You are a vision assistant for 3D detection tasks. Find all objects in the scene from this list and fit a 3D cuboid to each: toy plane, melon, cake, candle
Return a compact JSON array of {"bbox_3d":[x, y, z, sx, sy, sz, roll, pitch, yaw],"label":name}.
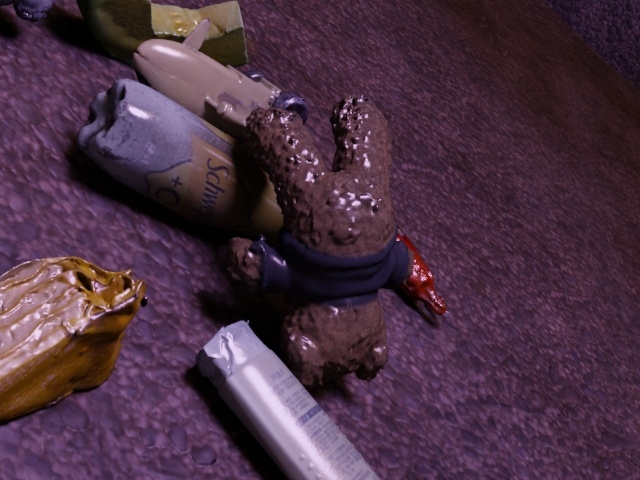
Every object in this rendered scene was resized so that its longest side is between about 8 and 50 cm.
[{"bbox_3d":[-0.080,-0.126,0.980,0.229,0.092,0.244,41,1,44],"label":"toy plane"},{"bbox_3d":[-0.156,-0.217,1.023,0.209,0.118,0.064,7,57,-32],"label":"melon"},{"bbox_3d":[-0.200,0.074,0.646,0.185,0.116,0.080,-37,76,-30],"label":"cake"},{"bbox_3d":[0.078,0.021,1.088,0.053,0.048,0.162,-33,76,-26],"label":"candle"}]

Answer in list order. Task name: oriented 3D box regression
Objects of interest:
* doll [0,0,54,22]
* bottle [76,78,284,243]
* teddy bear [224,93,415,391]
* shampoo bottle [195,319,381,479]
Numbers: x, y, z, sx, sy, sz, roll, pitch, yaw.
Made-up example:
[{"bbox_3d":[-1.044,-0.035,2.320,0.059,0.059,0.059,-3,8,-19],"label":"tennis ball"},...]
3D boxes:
[{"bbox_3d":[-0.360,-0.312,0.889,0.340,0.158,0.246,38,-7,20],"label":"doll"},{"bbox_3d":[-0.084,-0.047,0.915,0.269,0.083,0.083,30,31,-34],"label":"bottle"},{"bbox_3d":[0.007,-0.004,0.852,0.181,0.129,0.251,-3,85,-20],"label":"teddy bear"},{"bbox_3d":[-0.011,0.154,0.771,0.212,0.049,0.072,50,31,10],"label":"shampoo bottle"}]
